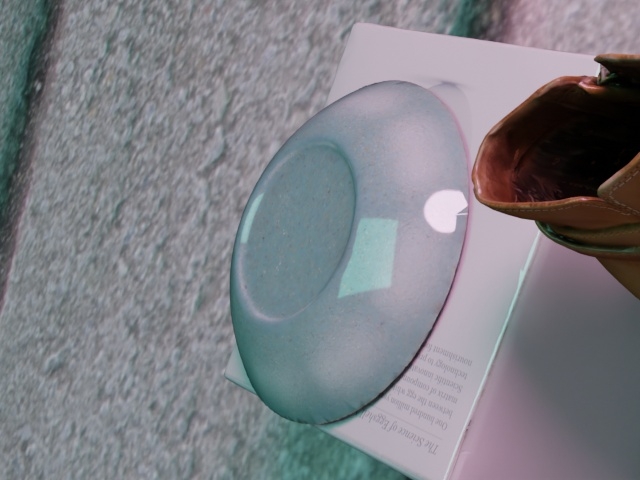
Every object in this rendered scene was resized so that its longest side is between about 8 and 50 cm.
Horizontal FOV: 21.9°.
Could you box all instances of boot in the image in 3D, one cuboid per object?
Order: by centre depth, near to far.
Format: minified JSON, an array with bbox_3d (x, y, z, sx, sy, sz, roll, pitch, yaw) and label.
[{"bbox_3d":[0.223,-0.045,0.679,0.283,0.220,0.109,-24,54,46],"label":"boot"}]

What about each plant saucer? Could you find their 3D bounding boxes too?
[{"bbox_3d":[0.000,0.000,0.883,0.195,0.037,0.195,-29,51,44],"label":"plant saucer"}]

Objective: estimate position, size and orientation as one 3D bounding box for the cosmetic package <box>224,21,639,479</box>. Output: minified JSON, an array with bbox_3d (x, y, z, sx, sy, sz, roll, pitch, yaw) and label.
[{"bbox_3d":[0.089,0.017,0.905,0.224,0.138,0.224,21,88,56],"label":"cosmetic package"}]
